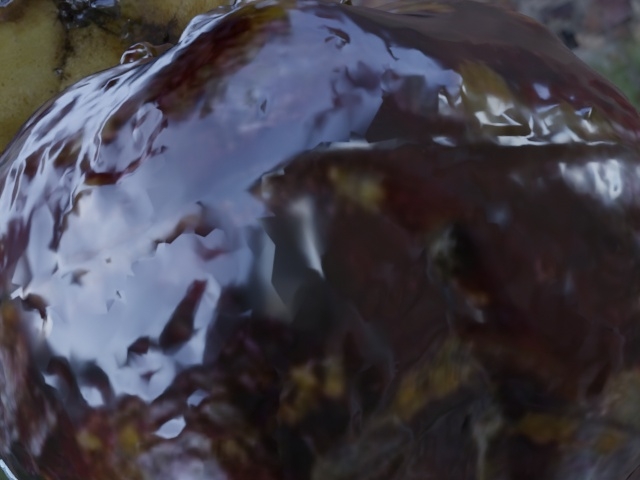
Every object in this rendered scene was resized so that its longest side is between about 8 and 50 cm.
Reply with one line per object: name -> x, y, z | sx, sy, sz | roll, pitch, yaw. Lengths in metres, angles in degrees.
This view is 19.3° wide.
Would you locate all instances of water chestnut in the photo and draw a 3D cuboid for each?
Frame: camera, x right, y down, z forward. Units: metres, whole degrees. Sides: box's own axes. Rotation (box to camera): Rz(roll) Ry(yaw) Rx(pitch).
water chestnut -> 0.000, 0.000, 0.847 | 0.335, 0.346, 0.335 | -4, -21, -2

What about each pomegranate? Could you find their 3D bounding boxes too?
pomegranate -> -0.189, -0.160, 1.284 | 0.260, 0.260, 0.260 | -27, 12, 6

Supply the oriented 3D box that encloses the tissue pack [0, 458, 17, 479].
tissue pack -> -0.077, 0.214, 1.466 | 0.228, 0.103, 0.316 | 7, 20, -39
